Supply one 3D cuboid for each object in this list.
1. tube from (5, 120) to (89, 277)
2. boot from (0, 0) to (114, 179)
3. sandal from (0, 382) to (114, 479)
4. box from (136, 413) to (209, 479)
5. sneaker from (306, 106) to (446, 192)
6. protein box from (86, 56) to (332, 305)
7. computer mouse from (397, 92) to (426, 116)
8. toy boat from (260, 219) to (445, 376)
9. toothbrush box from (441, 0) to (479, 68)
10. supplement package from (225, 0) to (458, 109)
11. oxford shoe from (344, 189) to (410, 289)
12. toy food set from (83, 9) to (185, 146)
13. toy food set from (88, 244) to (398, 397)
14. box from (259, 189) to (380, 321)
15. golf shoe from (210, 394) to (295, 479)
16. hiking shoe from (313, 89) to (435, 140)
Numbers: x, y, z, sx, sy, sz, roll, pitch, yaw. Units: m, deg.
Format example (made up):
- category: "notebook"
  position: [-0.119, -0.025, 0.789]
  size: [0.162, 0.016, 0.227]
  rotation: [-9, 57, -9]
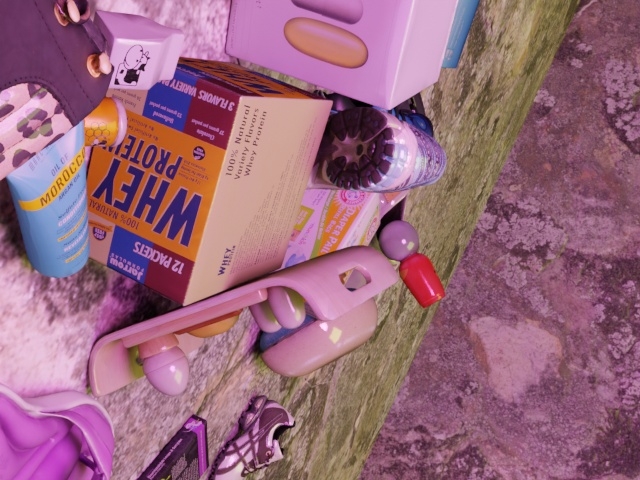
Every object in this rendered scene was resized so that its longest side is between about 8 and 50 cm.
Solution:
- category: "tube"
  position: [-0.204, -0.033, 0.587]
  size: [0.207, 0.052, 0.080]
  rotation: [121, -7, -62]
- category: "boot"
  position: [-0.186, -0.208, 0.412]
  size: [0.377, 0.138, 0.284]
  rotation: [-54, 156, -24]
- category: "sandal"
  position: [-0.253, 0.223, 0.698]
  size: [0.416, 0.102, 0.170]
  rotation: [76, 35, -73]
- category: "box"
  position: [-0.219, 0.346, 1.114]
  size: [0.162, 0.029, 0.116]
  rotation: [-49, 153, -45]
- category: "sneaker"
  position: [0.024, -0.096, 0.894]
  size: [0.122, 0.283, 0.110]
  rotation: [7, 98, -39]
- category: "protein box"
  position: [-0.112, -0.069, 0.769]
  size: [0.201, 0.135, 0.200]
  rotation: [-21, 131, -65]
- category: "computer mouse"
  position: [0.157, -0.200, 1.433]
  size: [0.189, 0.072, 0.272]
  rotation: [-55, 157, -33]
- category: "toy boat"
  position: [0.047, 0.101, 1.288]
  size: [0.318, 0.148, 0.267]
  rotation: [-33, 170, 16]
- category: "toothbrush box"
  position: [0.140, -0.372, 1.113]
  size: [0.295, 0.126, 0.217]
  rotation: [-26, 136, -63]
- category: "supplement package"
  position: [0.031, -0.273, 0.820]
  size: [0.149, 0.203, 0.194]
  rotation: [-39, 146, -54]
- category: "oxford shoe"
  position: [0.089, 0.033, 1.434]
  size: [0.169, 0.130, 0.450]
  rotation: [-52, 157, -41]
- category: "toy food set"
  position: [-0.124, -0.180, 0.581]
  size: [0.104, 0.111, 0.232]
  rotation: [-5, 134, -39]
- category: "toy food set"
  position: [-0.081, 0.095, 0.867]
  size: [0.219, 0.306, 0.093]
  rotation: [-19, 90, -64]
- category: "box"
  position: [0.000, 0.000, 1.178]
  size: [0.203, 0.114, 0.103]
  rotation: [-58, 159, -27]
- category: "golf shoe"
  position: [-0.116, 0.367, 1.315]
  size: [0.198, 0.093, 0.077]
  rotation: [-62, 161, -11]
- category: "hiking shoe"
  position: [0.096, -0.183, 1.194]
  size: [0.304, 0.113, 0.132]
  rotation: [-26, 118, -55]
